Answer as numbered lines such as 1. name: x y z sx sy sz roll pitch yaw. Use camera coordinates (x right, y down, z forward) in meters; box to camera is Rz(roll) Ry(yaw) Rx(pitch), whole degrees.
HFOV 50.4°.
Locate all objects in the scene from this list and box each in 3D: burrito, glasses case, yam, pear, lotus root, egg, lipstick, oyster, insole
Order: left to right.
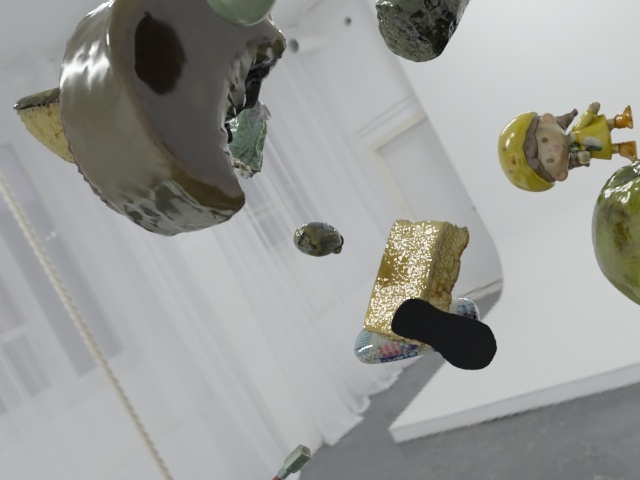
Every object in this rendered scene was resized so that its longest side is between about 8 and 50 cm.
1. oyster: -0.218 -0.189 1.793 0.045 0.121 0.146 -55 -28 3
2. egg: -0.108 -0.367 0.915 0.114 0.152 0.114 -2 10 0
3. burrito: -0.227 -0.323 2.096 0.143 0.229 0.089 13 -3 -23
4. lipstick: -0.072 0.506 1.510 0.129 0.030 0.030 -49 26 22
5. lotus root: 0.000 -0.003 1.601 0.088 0.088 0.165 -28 -22 35
6. glasses case: 0.228 0.223 1.650 0.327 0.076 0.125 -20 29 27
7. yam: 0.252 -0.575 1.579 0.300 0.195 0.195 -61 12 -19
8. insole: 0.201 0.147 1.065 0.086 0.253 0.005 -58 37 5
9. pear: 0.774 -0.010 1.502 0.351 0.413 0.352 -32 25 17

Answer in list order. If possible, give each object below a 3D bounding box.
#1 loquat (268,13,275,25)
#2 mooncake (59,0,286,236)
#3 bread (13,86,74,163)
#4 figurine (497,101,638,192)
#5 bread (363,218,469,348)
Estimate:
1. loquat: -0.212 -0.550 1.837 0.193 0.239 0.238 -16 -1 -6
2. mooncake: -0.212 -0.220 1.097 0.246 0.394 0.394 -15 7 38
3. bread: -0.439 -0.236 1.361 0.261 0.163 0.204 -2 17 18
4. figurine: 0.633 -0.239 1.763 0.343 0.215 0.187 -4 5 32
5. bread: 0.217 0.093 1.520 0.114 0.275 0.184 22 -12 -34
